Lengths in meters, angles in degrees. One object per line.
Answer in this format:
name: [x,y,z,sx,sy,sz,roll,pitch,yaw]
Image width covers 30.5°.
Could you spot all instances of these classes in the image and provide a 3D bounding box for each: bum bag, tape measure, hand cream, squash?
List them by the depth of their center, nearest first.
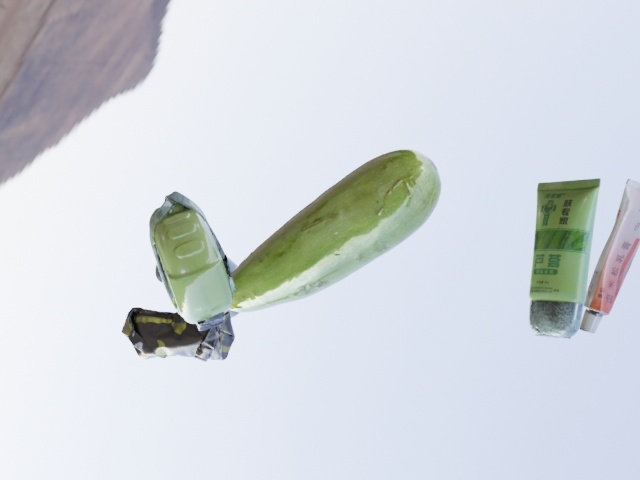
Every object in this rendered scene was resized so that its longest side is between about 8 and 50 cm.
hand cream: [0.262,0.020,1.288,0.095,0.046,0.174,-2,-98,57]
tape measure: [-0.162,0.032,1.493,0.088,0.177,0.154,-21,-145,-8]
squash: [0.004,0.006,1.585,0.371,0.118,0.118,-35,-155,13]
hand cream: [0.404,0.026,1.598,0.038,0.052,0.216,27,-81,47]
bum bag: [-0.274,0.180,2.254,0.060,0.233,0.106,-39,127,-68]

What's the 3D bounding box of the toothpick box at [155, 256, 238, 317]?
toothpick box: [-0.226,0.074,2.339,0.120,0.184,0.120,-38,-150,27]
